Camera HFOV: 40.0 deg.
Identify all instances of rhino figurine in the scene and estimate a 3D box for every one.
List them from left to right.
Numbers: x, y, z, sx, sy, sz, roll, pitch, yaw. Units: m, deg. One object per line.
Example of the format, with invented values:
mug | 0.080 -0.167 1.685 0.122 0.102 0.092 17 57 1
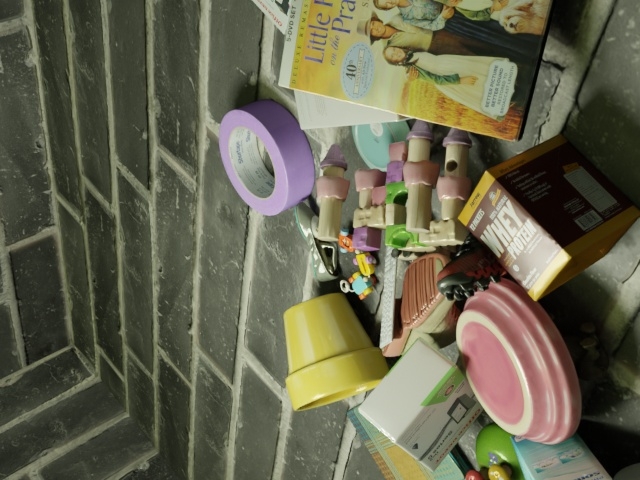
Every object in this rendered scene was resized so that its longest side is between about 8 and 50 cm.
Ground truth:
rhino figurine | 0.437 0.198 1.653 0.243 0.073 0.106 14 135 54

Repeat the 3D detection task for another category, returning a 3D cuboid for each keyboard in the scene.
keyboard | 0.150 0.102 1.899 0.072 0.014 0.255 118 158 -68

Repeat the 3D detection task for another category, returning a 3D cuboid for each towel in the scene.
towel | 0.216 0.508 2.233 0.271 0.040 0.370 59 150 7

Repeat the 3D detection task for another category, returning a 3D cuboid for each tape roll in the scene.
tape roll | -0.134 -0.203 2.157 0.275 0.090 0.274 34 139 36

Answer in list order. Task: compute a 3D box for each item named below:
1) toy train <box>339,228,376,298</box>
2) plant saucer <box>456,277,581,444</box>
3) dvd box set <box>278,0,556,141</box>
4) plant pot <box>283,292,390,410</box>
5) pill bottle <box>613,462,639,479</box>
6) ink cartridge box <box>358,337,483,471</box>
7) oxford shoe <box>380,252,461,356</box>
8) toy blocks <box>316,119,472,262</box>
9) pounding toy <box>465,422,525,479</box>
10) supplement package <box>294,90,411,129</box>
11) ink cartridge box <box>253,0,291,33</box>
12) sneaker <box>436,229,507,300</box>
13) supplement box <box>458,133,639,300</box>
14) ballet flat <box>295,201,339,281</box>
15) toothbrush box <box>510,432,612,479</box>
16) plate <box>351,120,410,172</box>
toy train | 0.089 0.054 2.073 0.125 0.046 0.166 28 131 44
plant saucer | 0.357 0.236 1.663 0.332 0.084 0.332 58 160 35
dvd box set | 0.153 -0.355 1.415 0.421 0.062 0.307 17 109 17
plant pot | 0.018 0.268 2.161 0.254 0.254 0.238 -42 63 57
pill bottle | 0.611 0.516 1.597 0.118 0.118 0.208 -12 102 57
ink cartridge box | 0.222 0.351 1.850 0.115 0.198 0.273 37 174 35
oxford shoe | 0.238 0.138 1.827 0.397 0.147 0.140 114 162 -64
toy blocks | 0.183 -0.113 1.701 0.289 0.309 0.259 -6 75 44
pounding toy | 0.403 0.519 1.903 0.237 0.110 0.182 42 143 30
supplement package | 0.099 -0.313 1.645 0.293 0.175 0.177 6 109 53
ink cartridge box | -0.067 -0.538 1.828 0.127 0.072 0.175 49 145 19
sneaker | 0.290 0.013 1.540 0.098 0.276 0.135 -36 79 54
supplement box | 0.375 -0.041 1.453 0.194 0.191 0.129 50 146 21
ballet flat | 0.000 0.000 2.152 0.068 0.072 0.213 -7 110 28
toothbrush box | 0.474 0.494 1.636 0.295 0.126 0.216 -97 -14 -80
plate | 0.122 -0.213 1.845 0.188 0.024 0.188 36 140 37
